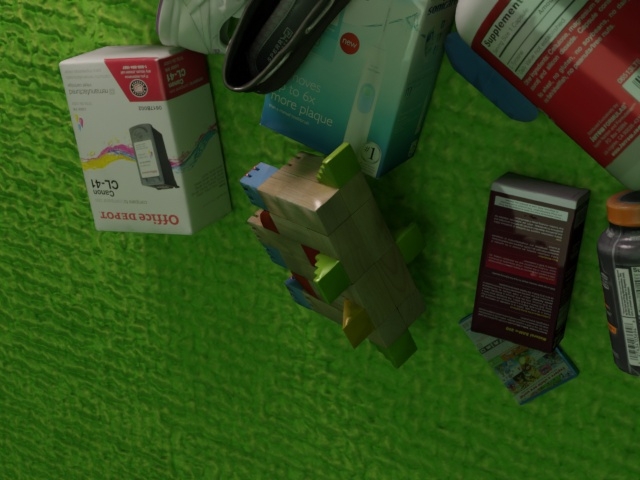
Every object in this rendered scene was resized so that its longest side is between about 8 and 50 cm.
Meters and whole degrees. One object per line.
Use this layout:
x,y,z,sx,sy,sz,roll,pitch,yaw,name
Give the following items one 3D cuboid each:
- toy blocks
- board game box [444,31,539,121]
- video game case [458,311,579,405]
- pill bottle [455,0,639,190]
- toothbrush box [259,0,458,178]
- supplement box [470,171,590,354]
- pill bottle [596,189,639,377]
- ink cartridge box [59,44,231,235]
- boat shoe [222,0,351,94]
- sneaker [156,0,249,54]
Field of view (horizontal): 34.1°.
0.000,0.000,1.630,0.261,0.191,0.381,23,149,48,toy blocks
0.247,-0.237,1.450,0.169,0.033,0.133,42,170,7,board game box
0.309,0.167,1.634,0.119,0.015,0.166,-37,89,37,video game case
0.320,-0.274,1.295,0.408,0.229,0.229,44,127,8,pill bottle
0.057,-0.273,1.521,0.216,0.126,0.295,27,122,20,toothbrush box
0.305,0.032,1.529,0.130,0.073,0.239,16,113,25,supplement box
0.451,0.053,1.425,0.130,0.130,0.245,-2,109,32,pill bottle
-0.295,-0.173,1.779,0.226,0.131,0.306,3,111,30,ink cartridge box
-0.032,-0.328,1.413,0.112,0.095,0.335,42,126,12,boat shoe
-0.154,-0.430,1.610,0.152,0.114,0.305,19,121,1,sneaker
